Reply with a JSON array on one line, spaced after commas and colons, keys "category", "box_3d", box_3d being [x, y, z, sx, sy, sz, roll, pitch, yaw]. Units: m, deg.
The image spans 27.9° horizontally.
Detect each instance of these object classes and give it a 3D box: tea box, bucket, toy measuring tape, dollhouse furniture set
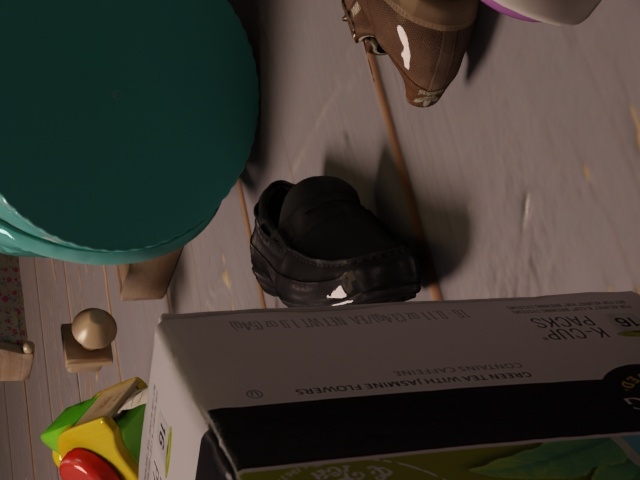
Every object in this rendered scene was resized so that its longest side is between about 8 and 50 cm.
[{"category": "tea box", "box_3d": [0.067, 0.234, 0.432, 0.323, 0.219, 0.329, -132, 44, -59]}, {"category": "bucket", "box_3d": [-0.194, -0.111, 1.038, 0.183, 0.281, 0.281, 6, 97, 61]}, {"category": "toy measuring tape", "box_3d": [-0.164, 0.193, 1.242, 0.330, 0.121, 0.121, -25, 67, 49]}, {"category": "dollhouse furniture set", "box_3d": [-0.318, -0.038, 1.239, 0.174, 0.355, 0.303, 119, 144, -52]}]

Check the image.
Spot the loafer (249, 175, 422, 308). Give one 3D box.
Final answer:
[{"category": "loafer", "box_3d": [0.000, 0.000, 0.793, 0.223, 0.076, 0.078, -163, 65, -72]}]

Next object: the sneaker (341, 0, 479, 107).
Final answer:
[{"category": "sneaker", "box_3d": [0.027, -0.145, 0.727, 0.188, 0.066, 0.071, -117, 31, -49]}]

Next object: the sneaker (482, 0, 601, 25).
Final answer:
[{"category": "sneaker", "box_3d": [0.091, -0.243, 0.535, 0.152, 0.114, 0.305, -43, 55, 46]}]
